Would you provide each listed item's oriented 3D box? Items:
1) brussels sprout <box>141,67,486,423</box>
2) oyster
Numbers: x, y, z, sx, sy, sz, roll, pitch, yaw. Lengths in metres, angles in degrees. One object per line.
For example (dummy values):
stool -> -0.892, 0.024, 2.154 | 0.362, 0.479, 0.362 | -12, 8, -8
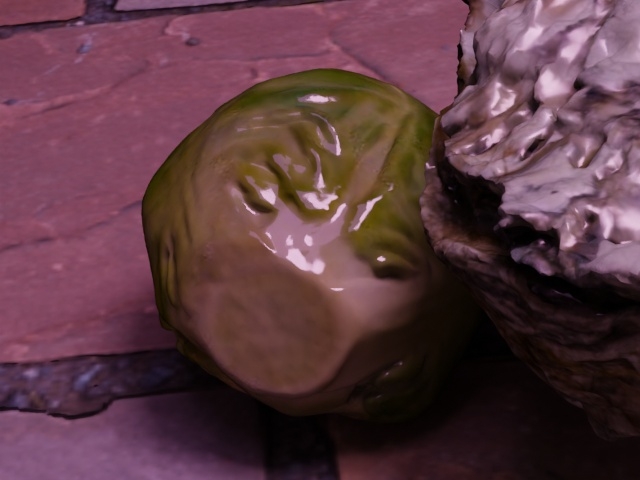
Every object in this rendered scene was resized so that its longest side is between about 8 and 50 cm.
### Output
brussels sprout -> -0.001, -0.004, 0.679 | 0.155, 0.117, 0.155 | 3, 22, -1
oyster -> 0.119, -0.026, 0.613 | 0.162, 0.158, 0.351 | 23, 20, -4
